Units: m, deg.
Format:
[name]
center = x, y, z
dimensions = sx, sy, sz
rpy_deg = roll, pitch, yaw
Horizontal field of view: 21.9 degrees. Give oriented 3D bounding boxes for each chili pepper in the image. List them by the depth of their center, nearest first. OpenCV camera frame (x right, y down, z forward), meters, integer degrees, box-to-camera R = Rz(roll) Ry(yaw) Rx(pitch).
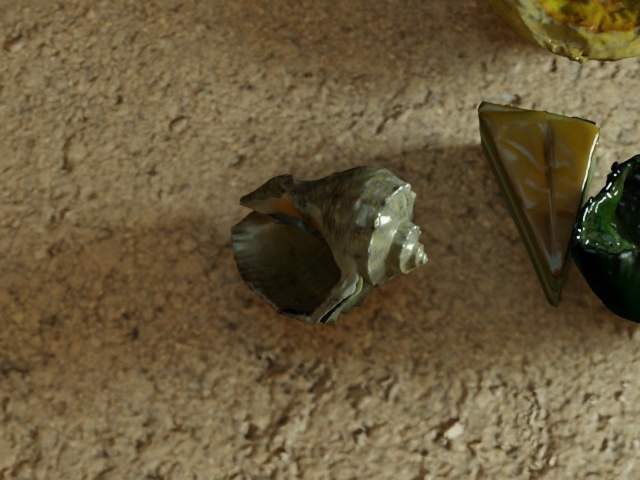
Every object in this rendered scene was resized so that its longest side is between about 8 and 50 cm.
[chili pepper]
center = 0.340, -0.007, 1.470
dimensions = 0.264, 0.116, 0.148
rpy_deg = -14, 104, -10

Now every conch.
[conch]
center = 0.000, 0.000, 1.474
dimensions = 0.207, 0.130, 0.155
rpy_deg = 17, 54, 27

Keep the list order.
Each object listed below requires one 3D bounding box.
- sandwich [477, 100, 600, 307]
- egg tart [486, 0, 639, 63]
[sandwich]
center = 0.181, -0.033, 1.506
dimensions = 0.113, 0.079, 0.163
rpy_deg = 12, 68, 12
[egg tart]
center = 0.259, -0.263, 1.592
dimensions = 0.241, 0.106, 0.241
rpy_deg = 0, 65, 1
